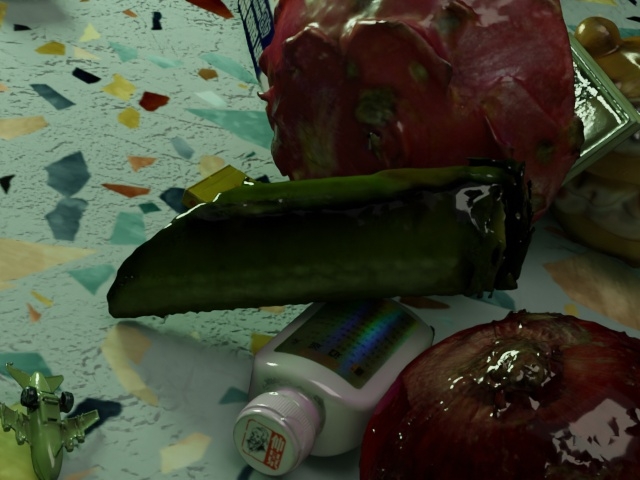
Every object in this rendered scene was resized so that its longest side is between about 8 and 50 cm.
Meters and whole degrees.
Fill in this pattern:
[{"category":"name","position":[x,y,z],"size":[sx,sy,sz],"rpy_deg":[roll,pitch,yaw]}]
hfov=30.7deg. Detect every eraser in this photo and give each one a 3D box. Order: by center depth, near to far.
[{"category":"eraser","position":[-0.034,-0.279,1.498],"size":[0.086,0.130,0.287],"rpy_deg":[13,33,-21]}]

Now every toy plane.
[{"category":"toy plane","position":[-0.211,0.138,0.888],"size":[0.102,0.040,0.111],"rpy_deg":[14,31,-33]}]

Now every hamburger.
[{"category":"hamburger","position":[0.393,-0.132,1.396],"size":[0.276,0.236,0.276],"rpy_deg":[-4,42,4]}]

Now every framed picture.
[{"category":"framed picture","position":[0.223,-0.115,1.336],"size":[0.014,0.252,0.197],"rpy_deg":[40,18,-41]}]

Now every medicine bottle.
[{"category":"medicine bottle","position":[0.006,0.120,1.004],"size":[0.115,0.078,0.219],"rpy_deg":[23,32,19]}]

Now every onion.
[{"category":"onion","position":[0.160,0.175,0.871],"size":[0.276,0.276,0.276],"rpy_deg":[16,34,-11]}]

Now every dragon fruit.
[{"category":"dragon fruit","position":[0.073,-0.159,1.192],"size":[0.249,0.386,0.371],"rpy_deg":[-15,49,-28]}]

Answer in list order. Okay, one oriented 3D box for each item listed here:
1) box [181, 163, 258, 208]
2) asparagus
[{"category":"box","position":[-0.060,-0.021,1.216],"size":[0.155,0.023,0.087],"rpy_deg":[33,38,15]},{"category":"asparagus","position":[0.000,0.000,1.039],"size":[0.382,0.108,0.128],"rpy_deg":[-5,78,3]}]
